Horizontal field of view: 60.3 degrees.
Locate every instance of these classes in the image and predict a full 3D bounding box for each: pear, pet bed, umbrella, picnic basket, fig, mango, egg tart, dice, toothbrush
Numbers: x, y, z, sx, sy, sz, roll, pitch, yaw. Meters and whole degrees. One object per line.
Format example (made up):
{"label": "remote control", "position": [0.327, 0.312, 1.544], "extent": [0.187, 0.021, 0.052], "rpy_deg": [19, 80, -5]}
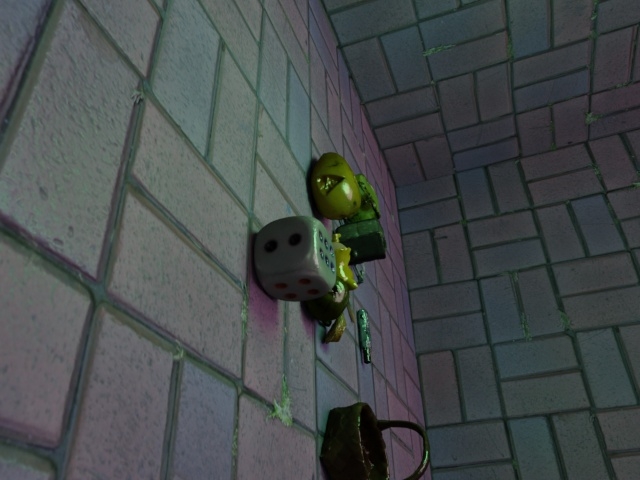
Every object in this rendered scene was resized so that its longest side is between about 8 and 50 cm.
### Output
{"label": "pear", "position": [0.174, -0.220, 2.675], "extent": [0.238, 0.164, 0.255], "rpy_deg": [56, 19, -27]}
{"label": "pet bed", "position": [0.178, 0.021, 2.373], "extent": [0.183, 0.211, 0.159], "rpy_deg": [71, 11, -47]}
{"label": "umbrella", "position": [0.196, 0.419, 2.429], "extent": [0.053, 0.052, 0.250], "rpy_deg": [55, 26, -54]}
{"label": "picnic basket", "position": [0.196, 0.682, 1.761], "extent": [0.293, 0.338, 0.337], "rpy_deg": [-69, 143, -62]}
{"label": "fig", "position": [0.007, 0.224, 1.891], "extent": [0.259, 0.152, 0.151], "rpy_deg": [113, -21, -54]}
{"label": "mango", "position": [0.055, -0.230, 2.265], "extent": [0.364, 0.182, 0.252], "rpy_deg": [-101, 165, -49]}
{"label": "egg tart", "position": [0.061, 0.314, 1.945], "extent": [0.128, 0.049, 0.129], "rpy_deg": [-60, 178, -3]}
{"label": "dice", "position": [-0.070, 0.054, 1.564], "extent": [0.193, 0.192, 0.193], "rpy_deg": [54, 30, -52]}
{"label": "toothbrush", "position": [0.099, 0.176, 2.332], "extent": [0.028, 0.037, 0.374], "rpy_deg": [-44, 123, -68]}

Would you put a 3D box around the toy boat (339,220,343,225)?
{"label": "toy boat", "position": [0.092, -0.115, 2.545], "extent": [0.096, 0.034, 0.122], "rpy_deg": [-83, 163, -50]}

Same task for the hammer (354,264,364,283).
{"label": "hammer", "position": [0.156, 0.106, 2.587], "extent": [0.103, 0.029, 0.246], "rpy_deg": [-84, 154, -50]}

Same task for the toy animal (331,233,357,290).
{"label": "toy animal", "position": [0.050, 0.090, 2.021], "extent": [0.156, 0.156, 0.229], "rpy_deg": [30, 48, -69]}
